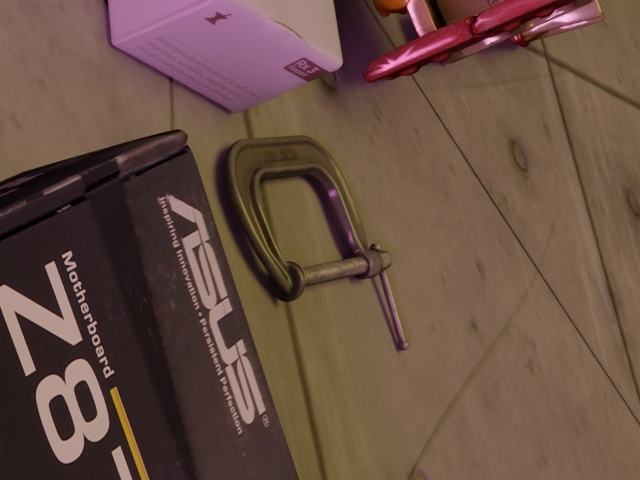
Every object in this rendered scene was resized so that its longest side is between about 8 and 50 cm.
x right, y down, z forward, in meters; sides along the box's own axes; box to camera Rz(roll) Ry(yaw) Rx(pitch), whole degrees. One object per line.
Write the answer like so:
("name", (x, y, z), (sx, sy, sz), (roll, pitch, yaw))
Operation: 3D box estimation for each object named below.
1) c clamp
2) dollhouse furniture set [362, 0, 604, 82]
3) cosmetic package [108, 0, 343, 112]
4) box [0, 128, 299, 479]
("c clamp", (0.000, 0.000, 1.091), (0.160, 0.022, 0.137), (1, 70, -61))
("dollhouse furniture set", (0.089, -0.227, 1.325), (0.374, 0.152, 0.201), (-21, 88, -80))
("cosmetic package", (-0.064, -0.201, 1.061), (0.117, 0.085, 0.231), (27, 50, -51))
("box", (-0.094, 0.186, 0.667), (0.318, 0.097, 0.395), (-34, 108, -64))
